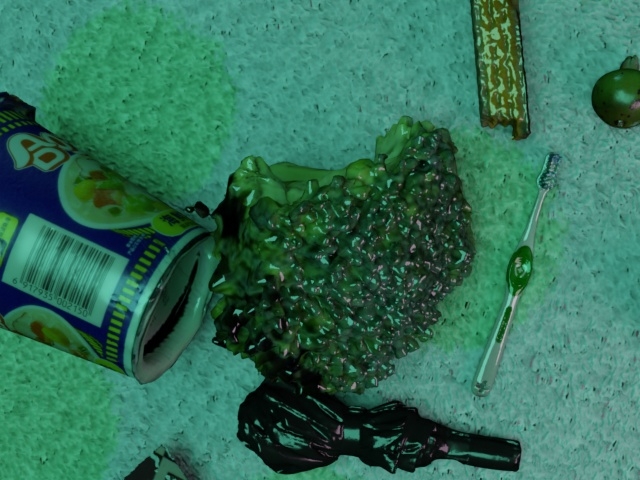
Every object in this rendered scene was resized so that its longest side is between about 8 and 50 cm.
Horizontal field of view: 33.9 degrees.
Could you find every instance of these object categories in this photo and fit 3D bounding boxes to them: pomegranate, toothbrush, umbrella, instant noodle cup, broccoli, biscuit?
[{"bbox_3d":[0.341,-0.168,1.190,0.073,0.073,0.084,-26,49,13],"label":"pomegranate"},{"bbox_3d":[0.232,0.042,1.239,0.030,0.030,0.304,18,98,13],"label":"toothbrush"},{"bbox_3d":[0.068,0.234,1.251,0.340,0.118,0.118,8,92,5],"label":"umbrella"},{"bbox_3d":[-0.294,0.014,1.238,0.312,0.284,0.284,25,96,13],"label":"instant noodle cup"},{"bbox_3d":[0.002,-0.011,1.185,0.281,0.293,0.348,30,86,50],"label":"broccoli"},{"bbox_3d":[0.197,-0.304,1.208,0.054,0.094,0.378,-5,90,8],"label":"biscuit"}]

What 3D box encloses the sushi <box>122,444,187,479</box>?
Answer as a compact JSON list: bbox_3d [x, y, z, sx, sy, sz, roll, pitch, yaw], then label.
[{"bbox_3d":[-0.212,0.457,1.335,0.294,0.059,0.292,-39,82,11],"label":"sushi"}]
